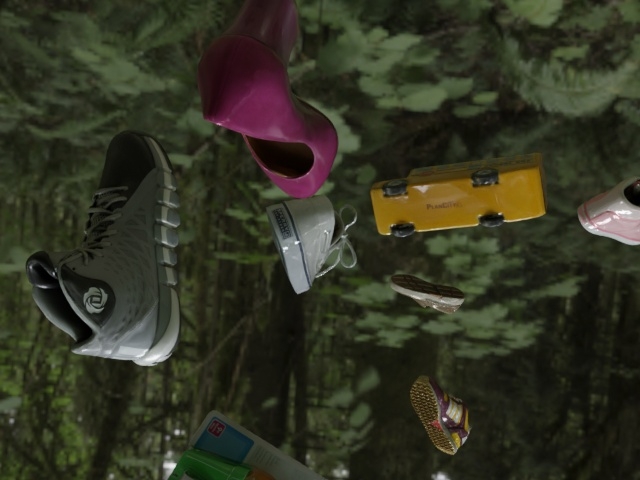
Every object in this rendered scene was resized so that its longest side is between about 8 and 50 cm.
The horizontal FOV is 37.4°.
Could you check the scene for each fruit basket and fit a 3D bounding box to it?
[{"bbox_3d":[-0.113,0.493,1.479,0.353,0.327,0.165,30,170,13],"label":"fruit basket"}]

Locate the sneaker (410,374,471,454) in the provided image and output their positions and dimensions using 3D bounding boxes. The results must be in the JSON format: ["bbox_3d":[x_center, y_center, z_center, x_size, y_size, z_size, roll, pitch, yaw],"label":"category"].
[{"bbox_3d":[0.231,0.313,1.785,0.069,0.185,0.084,10,-138,45],"label":"sneaker"}]

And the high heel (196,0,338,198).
[{"bbox_3d":[-0.071,-0.112,1.105,0.127,0.181,0.377,12,153,17],"label":"high heel"}]

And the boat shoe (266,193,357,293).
[{"bbox_3d":[-0.003,-0.008,1.706,0.156,0.136,0.367,-20,163,-4],"label":"boat shoe"}]

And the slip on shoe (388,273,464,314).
[{"bbox_3d":[0.173,0.092,1.571,0.135,0.041,0.051,11,-149,-21],"label":"slip on shoe"}]

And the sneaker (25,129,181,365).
[{"bbox_3d":[-0.198,-0.003,0.843,0.132,0.228,0.086,8,155,-43],"label":"sneaker"}]

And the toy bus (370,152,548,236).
[{"bbox_3d":[0.275,-0.092,1.876,0.333,0.108,0.130,-6,-159,18],"label":"toy bus"}]

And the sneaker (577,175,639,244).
[{"bbox_3d":[0.352,-0.033,1.047,0.134,0.051,0.070,6,148,-39],"label":"sneaker"}]
